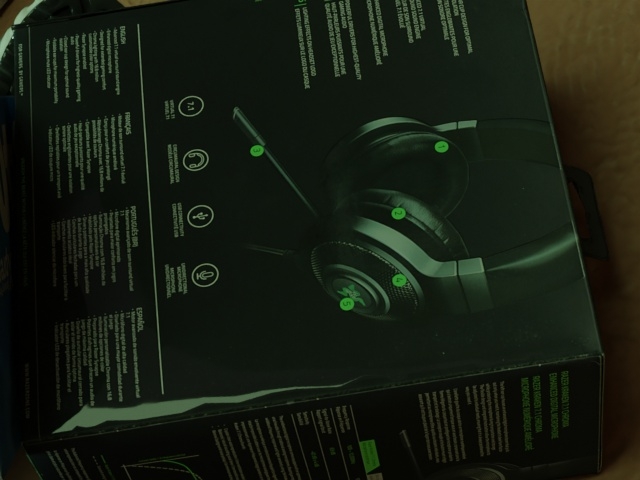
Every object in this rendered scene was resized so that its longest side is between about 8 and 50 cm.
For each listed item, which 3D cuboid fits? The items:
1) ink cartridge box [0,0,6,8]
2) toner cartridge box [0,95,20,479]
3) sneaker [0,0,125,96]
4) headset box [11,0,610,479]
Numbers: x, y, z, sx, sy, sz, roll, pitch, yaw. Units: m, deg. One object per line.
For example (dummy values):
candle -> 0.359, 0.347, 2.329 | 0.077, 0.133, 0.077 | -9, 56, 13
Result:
ink cartridge box -> -0.273, -0.248, 1.196 | 0.255, 0.189, 0.097 | -51, 50, -3
toner cartridge box -> -0.184, 0.010, 0.887 | 0.075, 0.348, 0.165 | -5, 96, -3
sneaker -> -0.207, -0.043, 1.117 | 0.271, 0.100, 0.108 | -52, 17, 4
headset box -> 0.000, 0.000, 0.882 | 0.283, 0.131, 0.246 | -10, 57, 2
